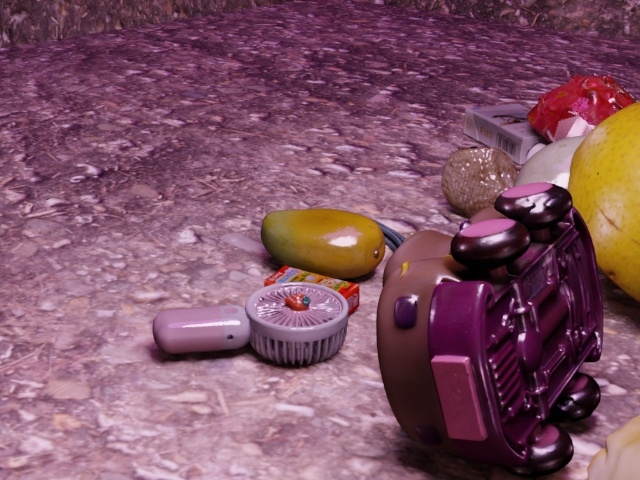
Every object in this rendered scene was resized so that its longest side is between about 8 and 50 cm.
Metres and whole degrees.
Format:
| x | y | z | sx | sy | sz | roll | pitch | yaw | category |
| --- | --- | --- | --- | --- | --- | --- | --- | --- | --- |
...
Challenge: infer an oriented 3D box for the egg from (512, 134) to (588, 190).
| x | y | z | sx | sy | sz | roll | pitch | yaw | category |
| --- | --- | --- | --- | --- | --- | --- | --- | --- | --- |
| 0.419 | -0.074 | 1.435 | 0.253 | 0.186 | 0.186 | -12 | 27 | -25 | egg |

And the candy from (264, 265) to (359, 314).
| x | y | z | sx | sy | sz | roll | pitch | yaw | category |
| --- | --- | --- | --- | --- | --- | --- | --- | --- | --- |
| -0.012 | 0.074 | 1.241 | 0.122 | 0.038 | 0.062 | 14 | 26 | 25 | candy |

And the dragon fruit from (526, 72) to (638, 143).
| x | y | z | sx | sy | sz | roll | pitch | yaw | category |
| --- | --- | --- | --- | --- | --- | --- | --- | --- | --- |
| 0.536 | -0.223 | 1.768 | 0.262 | 0.163 | 0.189 | 38 | 52 | 15 | dragon fruit |

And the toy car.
| x | y | z | sx | sy | sz | roll | pitch | yaw | category |
| --- | --- | --- | --- | --- | --- | --- | --- | --- | --- |
| 0.163 | 0.091 | 0.990 | 0.240 | 0.271 | 0.341 | -4 | 17 | 36 | toy car |

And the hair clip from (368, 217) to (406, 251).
| x | y | z | sx | sy | sz | roll | pitch | yaw | category |
| --- | --- | --- | --- | --- | --- | --- | --- | --- | --- |
| 0.114 | 0.011 | 1.414 | 0.070 | 0.039 | 0.229 | -2 | 19 | -12 | hair clip |

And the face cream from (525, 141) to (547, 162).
| x | y | z | sx | sy | sz | roll | pitch | yaw | category |
| --- | --- | --- | --- | --- | --- | --- | --- | --- | --- |
| 0.494 | -0.118 | 1.716 | 0.092 | 0.058 | 0.244 | -7 | 31 | -34 | face cream |

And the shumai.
| x | y | z | sx | sy | sz | roll | pitch | yaw | category |
| --- | --- | --- | --- | --- | --- | --- | --- | --- | --- |
| 0.288 | -0.105 | 1.577 | 0.146 | 0.145 | 0.116 | 15 | 20 | 27 | shumai |

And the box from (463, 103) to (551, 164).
| x | y | z | sx | sy | sz | roll | pitch | yaw | category |
| --- | --- | --- | --- | --- | --- | --- | --- | --- | --- |
| 0.436 | -0.238 | 1.965 | 0.150 | 0.067 | 0.233 | -5 | 25 | -22 | box |

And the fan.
| x | y | z | sx | sy | sz | roll | pitch | yaw | category |
| --- | --- | --- | --- | --- | --- | --- | --- | --- | --- |
| -0.086 | 0.105 | 1.121 | 0.244 | 0.074 | 0.130 | -3 | 25 | -11 | fan |

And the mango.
| x | y | z | sx | sy | sz | roll | pitch | yaw | category |
| --- | --- | --- | --- | --- | --- | --- | --- | --- | --- |
| 0.000 | 0.000 | 1.338 | 0.195 | 0.091 | 0.130 | 18 | 40 | 23 | mango |

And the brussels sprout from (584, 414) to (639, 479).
| x | y | z | sx | sy | sz | roll | pitch | yaw | category |
| --- | --- | --- | --- | --- | --- | --- | --- | --- | --- |
| 0.346 | 0.229 | 0.634 | 0.344 | 0.268 | 0.344 | -5 | 22 | 2 | brussels sprout |

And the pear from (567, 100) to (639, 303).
| x | y | z | sx | sy | sz | roll | pitch | yaw | category |
| --- | --- | --- | --- | --- | --- | --- | --- | --- | --- |
| 0.531 | -0.057 | 1.209 | 0.340 | 0.191 | 0.386 | -15 | 58 | -28 | pear |
